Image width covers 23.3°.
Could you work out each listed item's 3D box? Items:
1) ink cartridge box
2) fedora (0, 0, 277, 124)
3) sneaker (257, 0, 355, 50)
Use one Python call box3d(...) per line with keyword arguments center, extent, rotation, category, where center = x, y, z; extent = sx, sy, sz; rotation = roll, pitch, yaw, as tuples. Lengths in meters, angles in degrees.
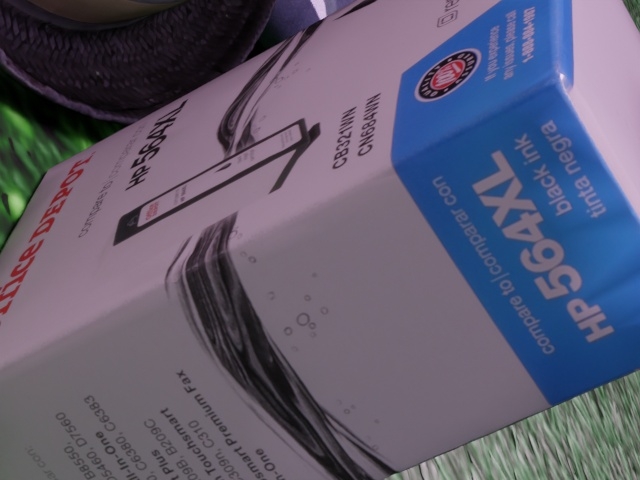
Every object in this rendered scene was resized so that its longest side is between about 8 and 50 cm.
box3d(center=(0.000, 0.000, 0.456), extent=(0.086, 0.203, 0.148), rotation=(55, 22, -22), category="ink cartridge box")
box3d(center=(-0.036, -0.208, 0.563), extent=(0.334, 0.152, 0.334), rotation=(26, 60, -57), category="fedora")
box3d(center=(0.045, -0.090, 0.812), extent=(0.163, 0.086, 0.226), rotation=(57, 29, 5), category="sneaker")
